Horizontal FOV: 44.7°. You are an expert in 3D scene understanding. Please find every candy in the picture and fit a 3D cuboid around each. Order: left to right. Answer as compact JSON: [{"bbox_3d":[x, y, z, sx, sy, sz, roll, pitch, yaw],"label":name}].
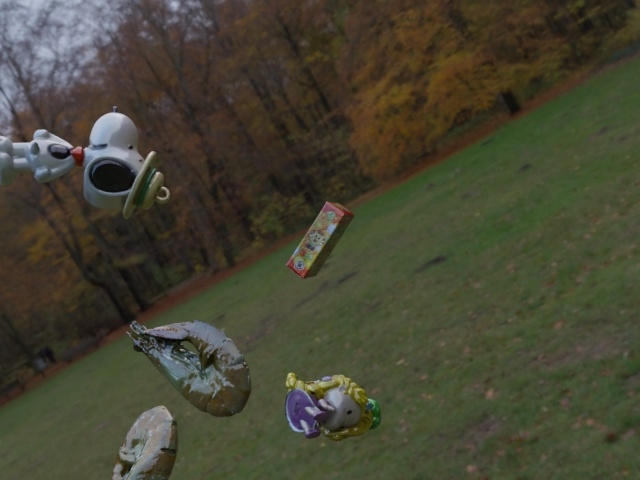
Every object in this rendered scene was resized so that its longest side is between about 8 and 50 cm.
[{"bbox_3d":[0.000,0.000,1.212,0.122,0.038,0.062,-58,-15,11],"label":"candy"}]

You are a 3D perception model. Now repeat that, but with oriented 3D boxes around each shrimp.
[{"bbox_3d":[-0.247,0.321,1.019,0.115,0.051,0.217,-3,61,53],"label":"shrimp"},{"bbox_3d":[-0.223,0.193,1.300,0.267,0.145,0.061,26,22,31],"label":"shrimp"}]

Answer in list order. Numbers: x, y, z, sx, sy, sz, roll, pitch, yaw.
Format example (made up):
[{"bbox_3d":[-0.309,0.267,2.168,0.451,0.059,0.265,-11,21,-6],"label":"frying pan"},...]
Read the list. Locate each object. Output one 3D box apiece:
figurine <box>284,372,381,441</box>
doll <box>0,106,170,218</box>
[{"bbox_3d":[0.018,0.239,1.165,0.156,0.115,0.094,4,-55,-37],"label":"figurine"},{"bbox_3d":[-0.428,-0.120,1.399,0.272,0.208,0.144,-20,-14,-21],"label":"doll"}]
